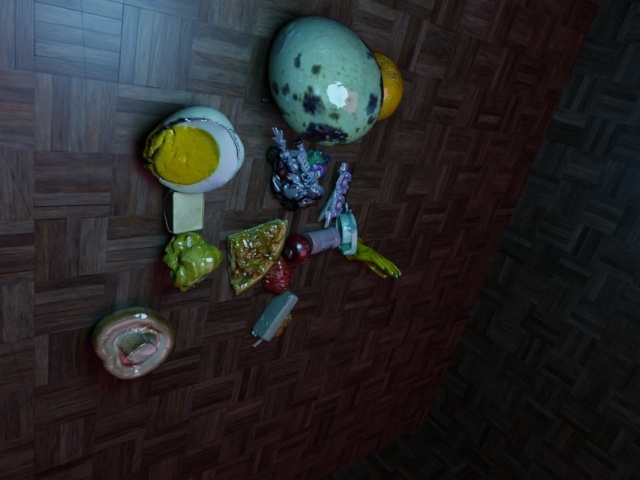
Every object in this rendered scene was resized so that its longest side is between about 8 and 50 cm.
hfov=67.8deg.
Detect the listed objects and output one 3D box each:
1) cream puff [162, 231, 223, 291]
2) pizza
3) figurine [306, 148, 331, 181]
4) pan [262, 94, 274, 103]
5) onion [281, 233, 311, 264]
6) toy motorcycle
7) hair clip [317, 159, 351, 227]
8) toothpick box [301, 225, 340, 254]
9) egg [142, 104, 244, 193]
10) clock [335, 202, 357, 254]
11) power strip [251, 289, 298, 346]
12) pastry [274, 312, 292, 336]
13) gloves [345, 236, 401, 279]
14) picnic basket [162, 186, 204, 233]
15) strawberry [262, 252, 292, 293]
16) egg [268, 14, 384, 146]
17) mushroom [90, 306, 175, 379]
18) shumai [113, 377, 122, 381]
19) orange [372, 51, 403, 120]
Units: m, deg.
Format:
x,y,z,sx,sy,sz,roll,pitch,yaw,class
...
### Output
x,y,z,sx,sy,sz,roll,pitch,yaw,class
-0.431,0.055,1.600,0.194,0.221,0.195,0,94,-4,cream puff
-0.236,0.062,1.876,0.268,0.087,0.258,-25,134,-33,pizza
-0.029,-0.259,1.848,0.102,0.111,0.195,-5,125,-26,figurine
-0.112,-0.492,1.656,0.235,0.028,0.136,-13,123,-41,pan
-0.098,0.039,1.951,0.131,0.131,0.131,-23,130,-31,onion
-0.097,-0.253,1.701,0.134,0.207,0.401,-52,143,-36,toy motorcycle
0.068,-0.193,1.999,0.106,0.084,0.292,-1,113,-63,hair clip
0.000,0.000,2.036,0.148,0.098,0.098,-15,126,-36,toothpick box
-0.386,-0.286,1.444,0.286,0.174,0.264,-36,134,13,egg
0.111,-0.054,2.072,0.065,0.159,0.211,-6,116,-11,clock
-0.211,0.339,2.070,0.288,0.093,0.053,-55,137,1,power strip
-0.188,0.380,2.148,0.140,0.056,0.080,-59,150,2,pastry
0.246,0.097,2.183,0.133,0.294,0.116,6,111,-45,gloves
-0.448,-0.110,1.559,0.115,0.079,0.164,-12,125,-39,picnic basket
-0.168,0.147,1.991,0.140,0.085,0.192,18,101,-45,strawberry
0.010,-0.499,1.495,0.345,0.428,0.345,-29,164,-9,egg
-0.643,0.353,1.634,0.278,0.146,0.278,-15,118,-30,mushroom
-0.708,0.459,1.695,0.082,0.080,0.083,-36,135,-22,shumai
0.179,-0.549,1.729,0.246,0.246,0.246,-23,130,-31,orange
